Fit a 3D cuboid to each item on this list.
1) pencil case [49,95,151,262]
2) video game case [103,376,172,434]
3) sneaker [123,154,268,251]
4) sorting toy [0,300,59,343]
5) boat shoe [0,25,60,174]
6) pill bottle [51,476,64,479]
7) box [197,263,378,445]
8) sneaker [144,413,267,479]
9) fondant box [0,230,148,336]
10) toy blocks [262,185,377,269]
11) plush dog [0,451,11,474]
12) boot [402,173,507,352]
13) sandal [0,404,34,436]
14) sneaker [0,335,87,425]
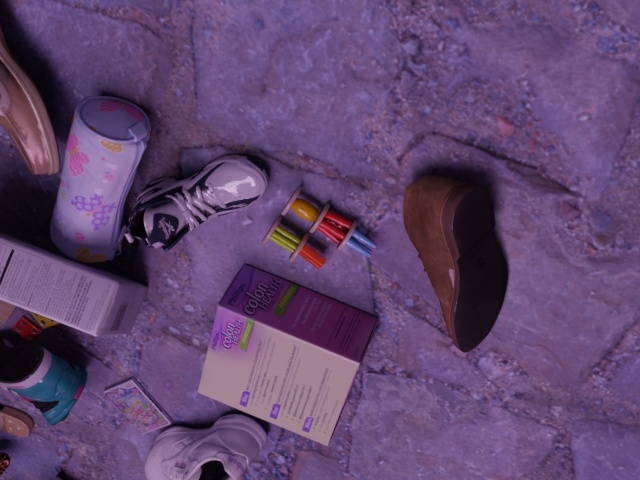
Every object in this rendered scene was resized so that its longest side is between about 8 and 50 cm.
[{"bbox_3d":[-0.344,-0.090,1.484,0.124,0.113,0.273,42,132,23],"label":"pencil case"},{"bbox_3d":[-0.355,0.323,1.857,0.087,0.011,0.122,-25,112,34],"label":"video game case"},{"bbox_3d":[-0.198,-0.045,1.437,0.235,0.153,0.094,-6,123,25],"label":"sneaker"},{"bbox_3d":[-0.591,0.073,1.746,0.274,0.046,0.132,38,129,-7],"label":"sorting toy"},{"bbox_3d":[-0.502,-0.238,1.420,0.122,0.110,0.341,13,131,59],"label":"boat shoe"},{"bbox_3d":[-0.512,0.622,2.058,0.229,0.131,0.131,33,129,-4],"label":"pill bottle"},{"bbox_3d":[-0.057,0.190,1.575,0.243,0.117,0.213,21,129,5],"label":"box"},{"bbox_3d":[-0.241,0.421,1.793,0.305,0.152,0.114,-27,113,36],"label":"sneaker"},{"bbox_3d":[-0.469,0.056,1.554,0.330,0.238,0.096,21,86,3],"label":"fondant box"},{"bbox_3d":[0.000,0.000,1.456,0.148,0.054,0.123,33,129,-4],"label":"toy blocks"},{"bbox_3d":[-0.790,0.483,2.009,0.263,0.225,0.210,22,111,17],"label":"plush dog"},{"bbox_3d":[0.194,0.031,1.395,0.115,0.112,0.305,27,142,42],"label":"boot"},{"bbox_3d":[-0.726,0.380,2.000,0.240,0.079,0.088,11,127,14],"label":"sandal"},{"bbox_3d":[-0.547,0.267,1.829,0.296,0.123,0.178,1,145,47],"label":"sneaker"}]
